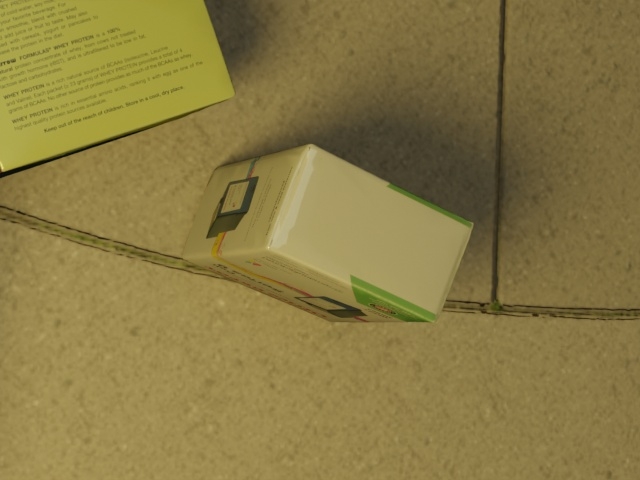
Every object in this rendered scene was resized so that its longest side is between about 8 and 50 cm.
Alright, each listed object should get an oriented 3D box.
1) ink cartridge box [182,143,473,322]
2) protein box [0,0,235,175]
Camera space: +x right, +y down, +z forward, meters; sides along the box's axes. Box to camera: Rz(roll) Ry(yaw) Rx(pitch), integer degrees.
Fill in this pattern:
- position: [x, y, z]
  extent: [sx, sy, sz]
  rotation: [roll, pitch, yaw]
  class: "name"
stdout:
- position: [0.000, 0.000, 1.421]
  extent: [0.154, 0.212, 0.093]
  rotation: [25, 80, -20]
  class: "ink cartridge box"
- position: [-0.206, -0.171, 1.387]
  extent: [0.200, 0.136, 0.201]
  rotation: [-20, 94, -22]
  class: "protein box"
